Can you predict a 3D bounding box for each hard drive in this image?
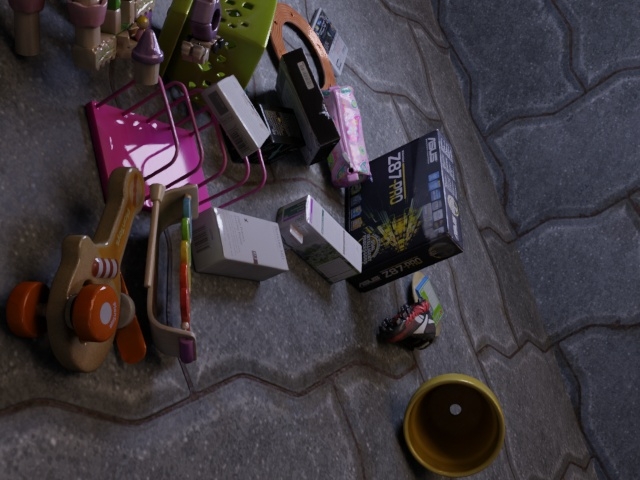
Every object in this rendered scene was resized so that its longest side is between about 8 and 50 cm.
[{"bbox_3d":[-0.039,-0.323,2.027,0.339,0.064,0.237,164,-97,-85],"label":"hard drive"}]

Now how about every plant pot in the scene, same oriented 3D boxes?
[{"bbox_3d":[-0.236,-0.433,1.738,0.207,0.228,0.227,21,45,-15],"label":"plant pot"},{"bbox_3d":[0.354,0.466,2.134,0.239,0.254,0.254,-7,75,-78],"label":"plant pot"}]

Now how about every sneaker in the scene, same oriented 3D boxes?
[{"bbox_3d":[0.255,0.250,2.255,0.135,0.097,0.276,65,25,2],"label":"sneaker"}]

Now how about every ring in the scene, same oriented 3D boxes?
[{"bbox_3d":[-0.057,-0.539,2.381,0.336,0.032,0.337,43,35,-40],"label":"ring"}]

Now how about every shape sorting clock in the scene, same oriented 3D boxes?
[{"bbox_3d":[0.324,0.196,2.485,0.206,0.040,0.206,47,30,-38],"label":"shape sorting clock"}]

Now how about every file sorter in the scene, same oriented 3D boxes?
[{"bbox_3d":[-0.264,-0.178,1.556,0.290,0.182,0.202,9,61,-59],"label":"file sorter"}]

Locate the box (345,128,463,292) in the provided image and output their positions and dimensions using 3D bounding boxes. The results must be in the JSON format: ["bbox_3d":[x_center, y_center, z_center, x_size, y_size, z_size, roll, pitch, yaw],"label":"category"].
[{"bbox_3d":[0.218,-0.082,2.209,0.097,0.318,0.395,43,36,-39],"label":"box"}]

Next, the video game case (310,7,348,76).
[{"bbox_3d":[0.025,-0.642,2.620,0.173,0.022,0.190,52,31,-27],"label":"video game case"}]

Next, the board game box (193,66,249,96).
[{"bbox_3d":[-0.241,-0.369,1.918,0.126,0.026,0.186,59,28,-16],"label":"board game box"}]

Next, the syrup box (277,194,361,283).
[{"bbox_3d":[0.000,0.000,1.992,0.237,0.093,0.096,44,35,-37],"label":"syrup box"}]

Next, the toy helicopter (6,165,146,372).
[{"bbox_3d":[-0.337,0.043,1.291,0.235,0.140,0.355,68,28,-55],"label":"toy helicopter"}]

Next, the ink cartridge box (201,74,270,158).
[{"bbox_3d":[-0.161,-0.244,1.569,0.145,0.045,0.179,58,10,-12],"label":"ink cartridge box"}]

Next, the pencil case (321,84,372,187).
[{"bbox_3d":[0.064,-0.290,2.273,0.124,0.124,0.284,7,70,-60],"label":"pencil case"}]

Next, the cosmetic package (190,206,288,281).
[{"bbox_3d":[-0.170,0.011,1.688,0.231,0.085,0.117,11,60,-57],"label":"cosmetic package"}]

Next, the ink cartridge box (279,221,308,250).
[{"bbox_3d":[-0.075,-0.007,1.873,0.048,0.083,0.028,45,34,-36],"label":"ink cartridge box"}]

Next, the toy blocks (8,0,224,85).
[{"bbox_3d":[-0.342,-0.456,1.409,0.289,0.308,0.260,-66,170,-56],"label":"toy blocks"}]

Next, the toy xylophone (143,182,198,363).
[{"bbox_3d":[-0.255,0.043,1.403,0.236,0.081,0.323,108,-19,-67],"label":"toy xylophone"}]

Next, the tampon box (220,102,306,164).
[{"bbox_3d":[-0.134,-0.250,1.915,0.161,0.120,0.101,-6,75,-63],"label":"tampon box"}]
